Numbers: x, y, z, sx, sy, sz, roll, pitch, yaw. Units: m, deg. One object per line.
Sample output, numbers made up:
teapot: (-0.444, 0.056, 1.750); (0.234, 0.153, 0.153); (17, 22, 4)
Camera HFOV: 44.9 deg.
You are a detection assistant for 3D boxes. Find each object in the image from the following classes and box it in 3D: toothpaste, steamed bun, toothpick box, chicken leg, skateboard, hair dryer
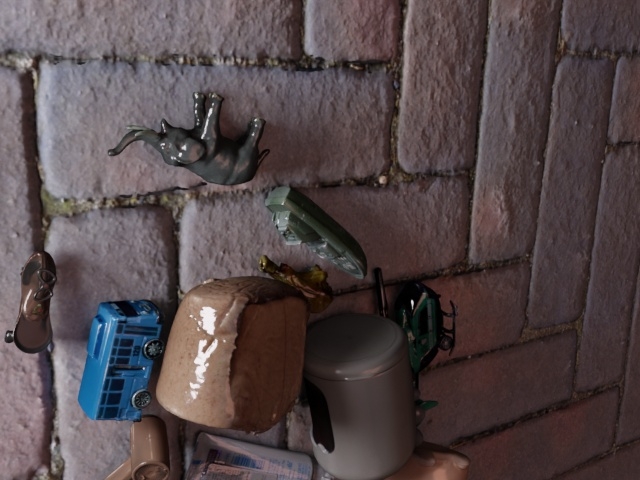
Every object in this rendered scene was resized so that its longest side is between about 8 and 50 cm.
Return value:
toothpaste: (-0.113, 0.433, 1.473); (0.299, 0.073, 0.114); (16, 95, -30)
steamed bun: (-0.152, 0.181, 1.281); (0.301, 0.199, 0.251); (15, 80, -68)
toothpick box: (0.085, 0.316, 1.478); (0.229, 0.229, 0.316); (-22, 116, -28)
chicken leg: (-0.043, 0.070, 1.412); (0.178, 0.070, 0.093); (30, 64, -34)
skateboard: (-0.418, 0.092, 1.140); (0.067, 0.080, 0.151); (6, 98, -30)
hair dryer: (-0.327, 0.384, 1.296); (0.182, 0.117, 0.064); (-41, 124, 11)

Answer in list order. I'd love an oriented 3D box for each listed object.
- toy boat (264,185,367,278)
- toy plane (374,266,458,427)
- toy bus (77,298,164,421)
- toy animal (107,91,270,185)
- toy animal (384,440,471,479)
toy boat: (0.000, 0.000, 1.408); (0.260, 0.078, 0.085); (41, 62, -35)
toy plane: (0.188, 0.229, 1.603); (0.155, 0.106, 0.381); (-12, 111, -26)
toy bus: (-0.318, 0.188, 1.234); (0.106, 0.090, 0.184); (9, 99, -34)
toy animal: (-0.192, -0.166, 1.222); (0.269, 0.082, 0.137); (13, 95, -38)
toy animal: (0.206, 0.540, 1.629); (0.195, 0.213, 0.256); (11, 95, -22)
